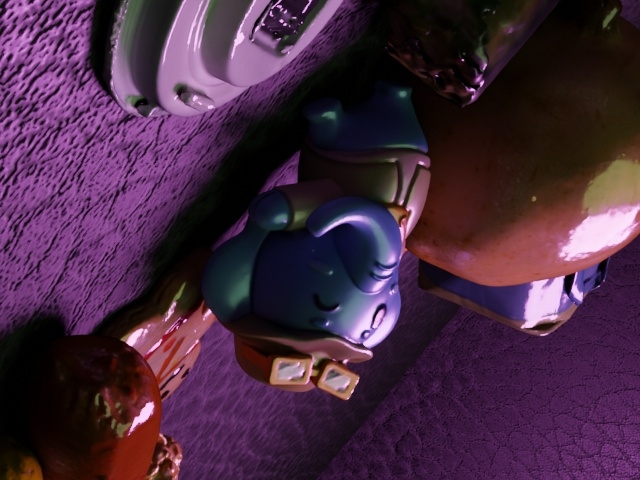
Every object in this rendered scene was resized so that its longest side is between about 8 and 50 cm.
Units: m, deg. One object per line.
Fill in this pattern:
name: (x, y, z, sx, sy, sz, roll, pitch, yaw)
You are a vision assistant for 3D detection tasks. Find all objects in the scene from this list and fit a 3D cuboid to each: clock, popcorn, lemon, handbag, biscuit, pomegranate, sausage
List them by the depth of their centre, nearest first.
clock: (-0.024, -0.152, 0.701, 0.236, 0.053, 0.236, -46, 167, -14)
lemon: (-0.242, 0.189, 0.877, 0.111, 0.082, 0.082, -56, 168, -4)
sausage: (-0.186, 0.173, 0.986, 0.094, 0.097, 0.348, -34, 162, -29)
biscuit: (-0.136, 0.090, 1.082, 0.153, 0.030, 0.234, -43, 166, -23)
pomegranate: (0.186, -0.090, 1.148, 0.307, 0.307, 0.307, -47, 167, -14)
popcorn: (-0.170, 0.238, 1.281, 0.084, 0.084, 0.084, -47, 167, -14)
handbag: (0.251, -0.054, 1.489, 0.263, 0.222, 0.241, -36, 144, -45)

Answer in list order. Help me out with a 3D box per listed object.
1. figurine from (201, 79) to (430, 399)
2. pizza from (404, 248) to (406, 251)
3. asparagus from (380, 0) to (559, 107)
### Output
figurine: (-0.001, -0.001, 1.020, 0.180, 0.154, 0.262, -20, 123, -60)
pizza: (0.107, -0.029, 1.563, 0.160, 0.036, 0.099, -45, 159, -21)
asparagus: (0.187, -0.267, 0.987, 0.382, 0.108, 0.128, -48, 167, -16)
